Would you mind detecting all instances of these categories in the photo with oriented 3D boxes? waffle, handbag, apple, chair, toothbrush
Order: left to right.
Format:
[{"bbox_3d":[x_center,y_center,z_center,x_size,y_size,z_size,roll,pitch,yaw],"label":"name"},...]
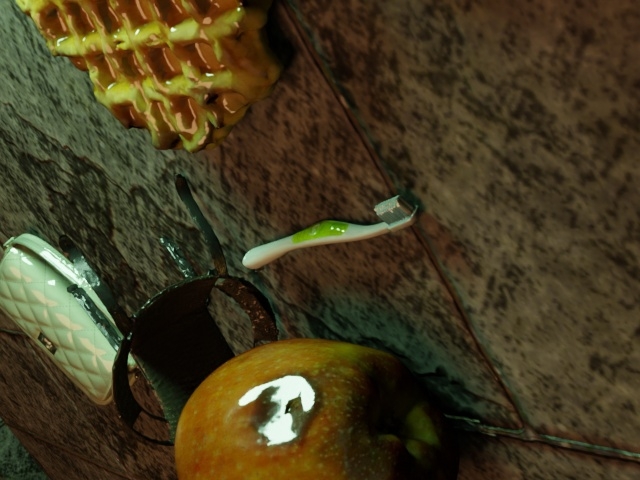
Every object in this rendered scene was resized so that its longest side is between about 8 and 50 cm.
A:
[{"bbox_3d":[-0.333,0.099,1.318,0.256,0.079,0.219,44,148,5],"label":"handbag"},{"bbox_3d":[-0.144,-0.194,0.702,0.281,0.058,0.301,50,151,-6],"label":"waffle"},{"bbox_3d":[-0.138,0.078,0.925,0.213,0.174,0.149,56,157,7],"label":"chair"},{"bbox_3d":[0.000,0.000,0.782,0.026,0.022,0.263,40,154,-16],"label":"toothbrush"},{"bbox_3d":[0.002,0.181,0.819,0.230,0.230,0.230,34,149,24],"label":"apple"}]
